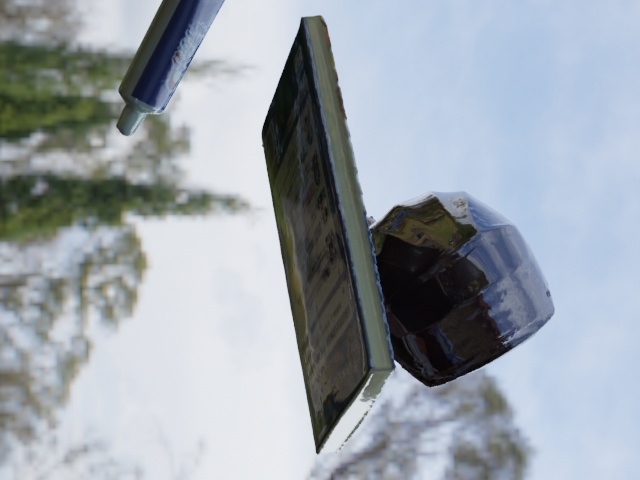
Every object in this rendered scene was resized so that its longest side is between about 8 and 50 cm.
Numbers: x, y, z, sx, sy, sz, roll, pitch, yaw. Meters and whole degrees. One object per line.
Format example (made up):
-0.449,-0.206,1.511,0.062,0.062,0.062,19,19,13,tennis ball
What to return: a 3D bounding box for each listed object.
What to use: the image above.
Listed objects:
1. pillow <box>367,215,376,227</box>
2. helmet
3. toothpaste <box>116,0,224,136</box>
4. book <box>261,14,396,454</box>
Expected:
0.045,0.040,2.248,0.034,0.135,0.211,55,5,-33,pillow
0.141,0.032,1.983,0.177,0.225,0.305,60,-10,-32,helmet
-0.121,-0.215,1.478,0.268,0.069,0.047,-61,-154,11,toothpaste
0.000,0.000,1.826,0.300,0.039,0.428,117,-34,-63,book
